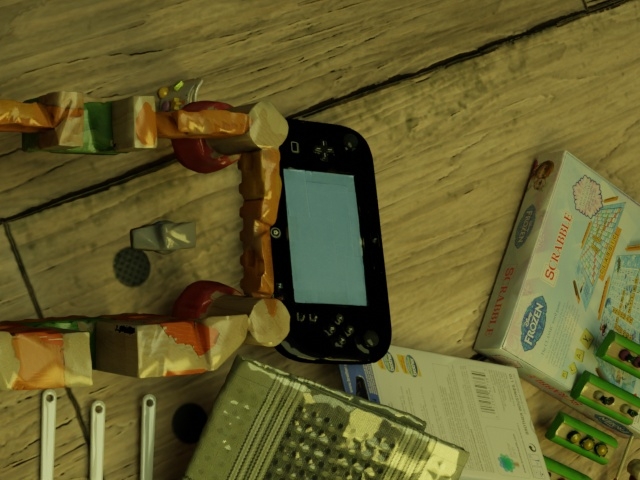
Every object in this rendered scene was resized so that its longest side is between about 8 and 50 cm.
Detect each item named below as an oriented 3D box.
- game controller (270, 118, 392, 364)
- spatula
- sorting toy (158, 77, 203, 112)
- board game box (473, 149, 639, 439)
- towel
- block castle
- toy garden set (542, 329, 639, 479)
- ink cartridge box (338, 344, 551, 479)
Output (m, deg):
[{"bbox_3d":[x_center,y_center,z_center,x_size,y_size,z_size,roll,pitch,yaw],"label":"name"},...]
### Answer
[{"bbox_3d":[0.000,0.000,1.598,0.166,0.067,0.319,8,66,-34],"label":"game controller"},{"bbox_3d":[-0.252,0.292,1.458,0.168,0.019,0.242,5,80,-27],"label":"spatula"},{"bbox_3d":[-0.161,-0.162,1.540,0.044,0.075,0.083,9,78,-32],"label":"sorting toy"},{"bbox_3d":[0.400,0.083,1.878,0.318,0.066,0.319,32,68,-26],"label":"board game box"},{"bbox_3d":[-0.021,0.321,1.478,0.312,0.056,0.324,24,94,-14],"label":"towel"},{"bbox_3d":[-0.263,-0.008,1.358,0.453,0.212,0.303,-2,90,-34],"label":"block castle"},{"bbox_3d":[0.429,0.275,1.817,0.203,0.049,0.244,27,96,-26],"label":"toy garden set"},{"bbox_3d":[0.146,0.233,1.653,0.311,0.065,0.186,15,47,-33],"label":"ink cartridge box"}]
